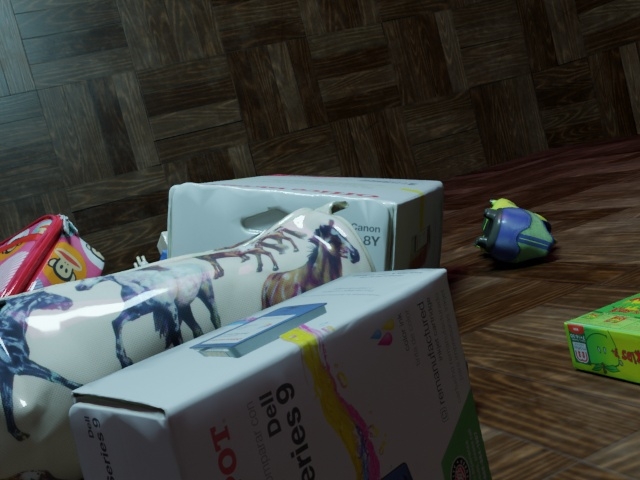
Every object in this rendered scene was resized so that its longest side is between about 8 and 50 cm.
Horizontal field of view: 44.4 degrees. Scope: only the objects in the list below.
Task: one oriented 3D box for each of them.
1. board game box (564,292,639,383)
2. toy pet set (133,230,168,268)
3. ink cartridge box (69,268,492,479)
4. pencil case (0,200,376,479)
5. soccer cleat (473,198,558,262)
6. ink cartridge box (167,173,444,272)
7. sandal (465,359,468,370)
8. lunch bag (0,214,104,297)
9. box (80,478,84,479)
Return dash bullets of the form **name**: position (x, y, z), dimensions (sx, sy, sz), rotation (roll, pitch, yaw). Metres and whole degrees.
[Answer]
- **board game box**: position (0.286, 0.079, 0.603), dimensions (0.092, 0.043, 0.181), rotation (-16, 7, -21)
- **toy pet set**: position (-0.206, 0.040, 1.153), dimensions (0.122, 0.065, 0.114), rotation (-11, -31, -32)
- **ink cartridge box**: position (-0.008, 0.117, 0.425), dimensions (0.093, 0.154, 0.212), rotation (-6, 10, 46)
- **pencil case**: position (-0.145, 0.088, 0.687), dimensions (0.410, 0.184, 0.160), rotation (-16, 9, -20)
- **soccer cleat**: position (0.313, -0.009, 1.252), dimensions (0.121, 0.094, 0.289), rotation (18, 8, 10)
- **ink cartridge box**: position (0.000, 0.000, 1.057), dimensions (0.279, 0.161, 0.384), rotation (5, 8, 17)
- **sandal**: position (0.001, 0.147, 0.630), dimensions (0.254, 0.055, 0.097), rotation (-16, -3, -14)
- **lunch bag**: position (-0.407, 0.090, 0.995), dimensions (0.293, 0.120, 0.258), rotation (-22, 34, 34)
- **box**: position (-0.150, 0.192, 0.708), dimensions (0.164, 0.021, 0.201), rotation (-12, 7, 22)
